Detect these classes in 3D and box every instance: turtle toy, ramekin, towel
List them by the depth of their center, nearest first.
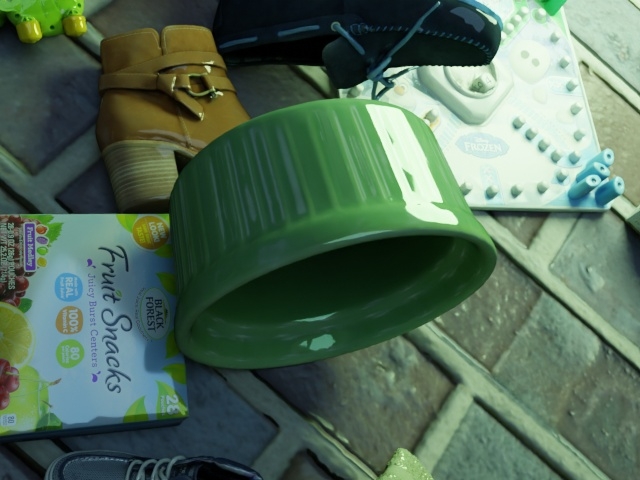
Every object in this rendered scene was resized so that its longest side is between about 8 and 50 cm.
[{"bbox_3d":[0.000,0.000,0.733,0.303,0.303,0.148,-6,64,-23],"label":"ramekin"},{"bbox_3d":[0.113,0.287,0.777,0.148,0.027,0.110,51,21,7],"label":"towel"},{"bbox_3d":[-0.320,-0.261,0.839,0.130,0.066,0.095,-16,99,-23],"label":"turtle toy"}]

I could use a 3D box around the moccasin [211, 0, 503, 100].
[{"bbox_3d":[0.035,-0.223,0.891,0.341,0.137,0.117,10,76,24],"label":"moccasin"}]

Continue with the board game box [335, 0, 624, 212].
[{"bbox_3d":[0.205,-0.230,1.034,0.389,0.050,0.390,0,70,-20],"label":"board game box"}]

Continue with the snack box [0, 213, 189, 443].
[{"bbox_3d":[-0.224,0.080,0.739,0.174,0.070,0.207,0,71,-20],"label":"snack box"}]

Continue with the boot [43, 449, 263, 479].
[{"bbox_3d":[-0.149,0.217,0.696,0.189,0.086,0.069,16,45,-18],"label":"boot"}]

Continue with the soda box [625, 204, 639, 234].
[{"bbox_3d":[0.522,-0.080,1.043,0.216,0.069,0.074,-42,81,-9],"label":"soda box"}]

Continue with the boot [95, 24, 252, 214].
[{"bbox_3d":[-0.107,-0.133,0.861,0.283,0.109,0.220,-7,68,-15],"label":"boot"}]
